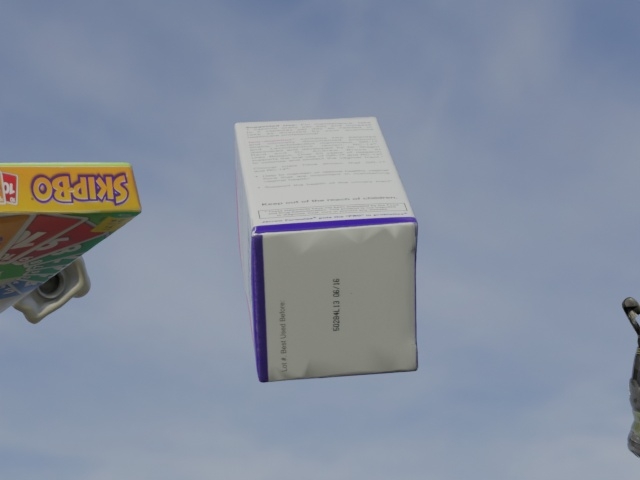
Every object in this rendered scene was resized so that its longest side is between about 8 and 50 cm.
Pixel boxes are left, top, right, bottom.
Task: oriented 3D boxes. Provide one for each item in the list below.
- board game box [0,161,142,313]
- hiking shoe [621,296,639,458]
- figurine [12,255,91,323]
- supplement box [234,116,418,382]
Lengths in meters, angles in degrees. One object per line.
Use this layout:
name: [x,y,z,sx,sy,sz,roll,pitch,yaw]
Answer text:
board game box: [-0.214,0.020,1.054,0.124,0.039,0.259,-2,-17,-38]
hiking shoe: [0.285,0.070,1.121,0.227,0.114,0.086,-5,3,7]
figurine: [-0.360,-0.025,2.057,0.209,0.092,0.215,31,-15,51]
supplement box: [0.000,0.000,1.380,0.114,0.111,0.220,-4,23,-6]
